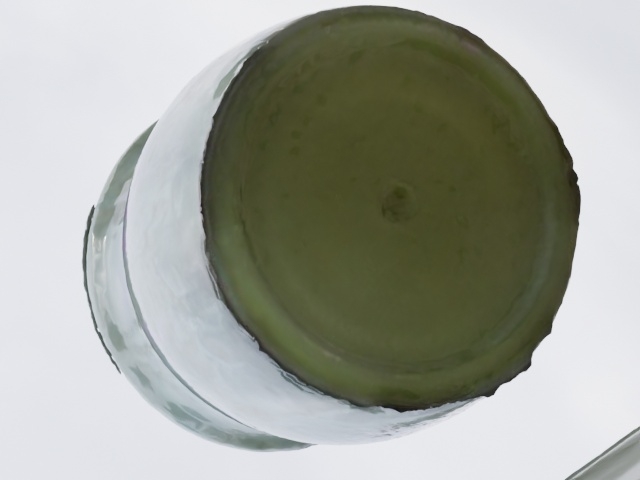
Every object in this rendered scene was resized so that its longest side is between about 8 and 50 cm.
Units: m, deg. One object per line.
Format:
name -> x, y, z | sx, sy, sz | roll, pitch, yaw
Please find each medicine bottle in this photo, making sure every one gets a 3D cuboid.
medicine bottle -> 0.000, 0.000, 0.677 | 0.147, 0.143, 0.147 | 4, -100, -21

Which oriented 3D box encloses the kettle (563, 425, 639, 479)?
kettle -> 0.124, 0.132, 0.312 | 0.210, 0.160, 0.243 | -27, -100, -38
